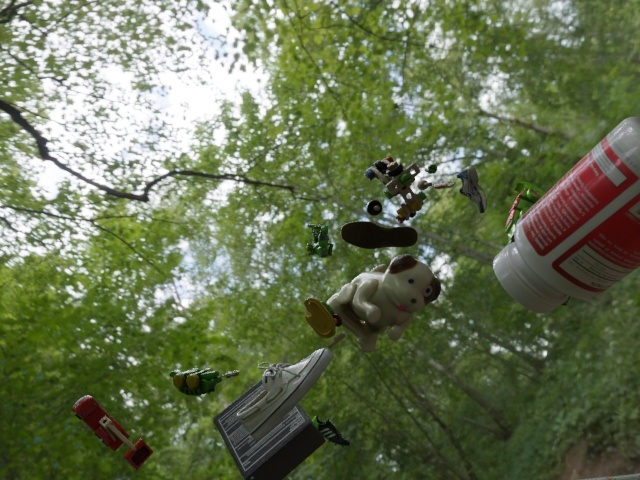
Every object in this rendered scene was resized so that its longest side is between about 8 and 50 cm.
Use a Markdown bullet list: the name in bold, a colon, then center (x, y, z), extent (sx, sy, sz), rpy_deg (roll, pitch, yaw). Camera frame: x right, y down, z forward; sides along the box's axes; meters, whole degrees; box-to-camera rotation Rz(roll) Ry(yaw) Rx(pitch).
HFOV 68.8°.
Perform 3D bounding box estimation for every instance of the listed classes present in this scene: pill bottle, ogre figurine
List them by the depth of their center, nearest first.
- **pill bottle**: center (0.563, -0.029, 0.967), extent (0.229, 0.229, 0.407), rpy_deg (-19, -27, -45)
- **ogre figurine**: center (0.000, 0.000, 1.693), extent (0.097, 0.197, 0.118), rpy_deg (-5, -85, -29)

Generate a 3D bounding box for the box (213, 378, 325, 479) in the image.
- **box**: center (-0.193, 0.714, 1.752), extent (0.296, 0.294, 0.182), rpy_deg (-37, -49, -12)

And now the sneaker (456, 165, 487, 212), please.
- **sneaker**: center (0.415, -0.135, 1.294), extent (0.052, 0.058, 0.135), rpy_deg (8, -119, -83)

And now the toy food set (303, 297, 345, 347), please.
- **toy food set**: center (0.024, 0.312, 1.846), extent (0.071, 0.218, 0.128), rpy_deg (-19, -29, -45)

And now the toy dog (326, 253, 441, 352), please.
- **toy dog**: center (0.282, 0.223, 1.858), extent (0.284, 0.408, 0.395), rpy_deg (48, -133, -7)

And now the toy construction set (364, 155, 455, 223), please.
- **toy construction set**: center (0.324, -0.183, 1.631), extent (0.309, 0.237, 0.257), rpy_deg (-13, -84, -11)

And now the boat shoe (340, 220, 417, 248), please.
- **boat shoe**: center (0.116, -0.010, 0.941), extent (0.048, 0.153, 0.056), rpy_deg (164, 107, -87)

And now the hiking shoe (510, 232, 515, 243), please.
- **hiking shoe**: center (0.650, 0.014, 1.280), extent (0.114, 0.227, 0.086), rpy_deg (26, -103, -55)

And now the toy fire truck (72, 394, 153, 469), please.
- **toy fire truck**: center (-0.462, 0.417, 1.028), extent (0.192, 0.135, 0.047), rpy_deg (48, -127, -5)

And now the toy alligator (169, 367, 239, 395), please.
- **toy alligator**: center (-0.241, 0.296, 0.966), extent (0.056, 0.190, 0.051), rpy_deg (-3, -95, -60)

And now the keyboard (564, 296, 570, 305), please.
- **keyboard**: center (0.804, 0.058, 1.566), extent (0.201, 0.033, 0.317), rpy_deg (38, -125, -62)

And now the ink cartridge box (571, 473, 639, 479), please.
- **ink cartridge box**: center (0.575, 0.514, 0.935), extent (0.127, 0.175, 0.072), rpy_deg (69, -167, -60)

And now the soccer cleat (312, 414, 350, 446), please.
- **soccer cleat**: center (0.042, 0.768, 1.879), extent (0.072, 0.179, 0.060), rpy_deg (-66, -15, -7)

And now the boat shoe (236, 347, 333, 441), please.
- **boat shoe**: center (-0.126, 0.426, 1.401), extent (0.367, 0.156, 0.136), rpy_deg (-49, -5, 17)

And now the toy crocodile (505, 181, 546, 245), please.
- **toy crocodile**: center (0.751, -0.106, 1.739), extent (0.340, 0.105, 0.115), rpy_deg (-55, -18, -35)
